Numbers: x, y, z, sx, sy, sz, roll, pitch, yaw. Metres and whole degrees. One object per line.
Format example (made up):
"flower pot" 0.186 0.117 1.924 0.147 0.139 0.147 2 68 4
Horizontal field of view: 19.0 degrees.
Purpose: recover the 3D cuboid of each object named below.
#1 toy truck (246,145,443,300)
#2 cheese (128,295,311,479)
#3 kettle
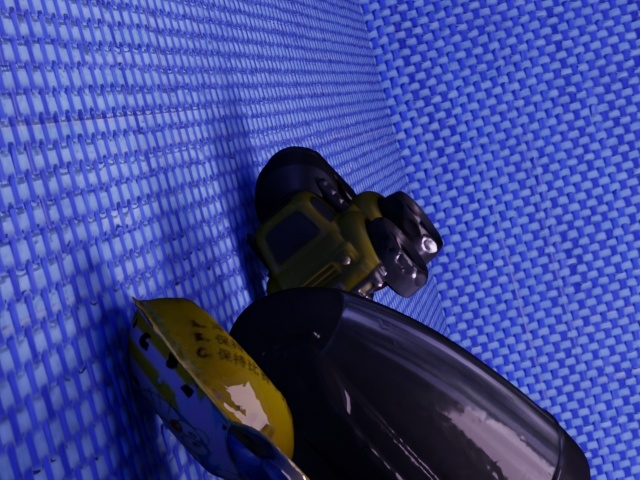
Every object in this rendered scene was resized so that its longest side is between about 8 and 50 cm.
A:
"toy truck" 0.000 0.000 1.682 0.165 0.147 0.224 50 13 -4
"cheese" -0.050 0.106 1.109 0.156 0.064 0.250 52 -5 -34
"kettle" 0.033 0.154 1.385 0.271 0.207 0.251 45 37 -18
